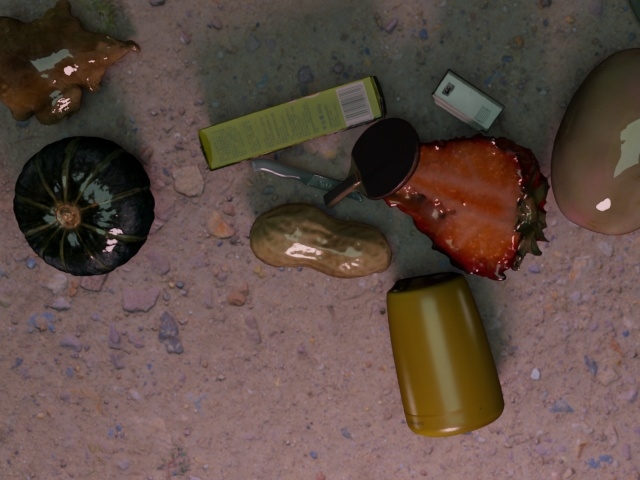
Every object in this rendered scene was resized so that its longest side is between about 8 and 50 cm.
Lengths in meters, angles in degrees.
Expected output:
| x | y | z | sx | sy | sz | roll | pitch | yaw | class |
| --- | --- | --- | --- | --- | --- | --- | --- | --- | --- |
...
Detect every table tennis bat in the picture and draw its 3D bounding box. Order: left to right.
| x | y | z | sx | sy | sz | roll | pitch | yaw | class |
| --- | --- | --- | --- | --- | --- | --- | --- | --- | --- |
| 0.084 | -0.123 | 1.763 | 0.220 | 0.019 | 0.130 | -37 | 60 | 33 | table tennis bat |

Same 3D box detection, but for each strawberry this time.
| x | y | z | sx | sy | sz | roll | pitch | yaw | class |
| --- | --- | --- | --- | --- | --- | --- | --- | --- | --- |
| 0.264 | -0.067 | 1.758 | 0.280 | 0.150 | 0.253 | -3 | 111 | 40 | strawberry |

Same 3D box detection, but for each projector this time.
| x | y | z | sx | sy | sz | roll | pitch | yaw | class |
| --- | --- | --- | --- | --- | --- | --- | --- | --- | --- |
| 0.245 | -0.232 | 1.726 | 0.115 | 0.147 | 0.061 | 32 | 103 | 1 | projector |

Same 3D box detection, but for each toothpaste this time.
| x | y | z | sx | sy | sz | roll | pitch | yaw | class |
| --- | --- | --- | --- | --- | --- | --- | --- | --- | --- |
| -0.045 | -0.205 | 1.790 | 0.328 | 0.110 | 0.077 | -16 | 98 | 10 | toothpaste |

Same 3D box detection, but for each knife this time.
| x | y | z | sx | sy | sz | roll | pitch | yaw | class |
| --- | --- | --- | --- | --- | --- | --- | --- | --- | --- |
| -0.022 | -0.109 | 1.825 | 0.210 | 0.015 | 0.028 | 15 | 85 | -13 | knife |

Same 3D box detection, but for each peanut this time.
| x | y | z | sx | sy | sz | roll | pitch | yaw | class |
| --- | --- | --- | --- | --- | --- | --- | --- | --- | --- |
| 0.000 | 0.000 | 1.814 | 0.257 | 0.123 | 0.123 | 9 | 100 | 6 | peanut |

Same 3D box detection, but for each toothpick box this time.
| x | y | z | sx | sy | sz | roll | pitch | yaw | class |
| --- | --- | --- | --- | --- | --- | --- | --- | --- | --- |
| 0.209 | 0.189 | 1.791 | 0.175 | 0.175 | 0.271 | -13 | 94 | 10 | toothpick box |

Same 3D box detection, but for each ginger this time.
| x | y | z | sx | sy | sz | roll | pitch | yaw | class |
| --- | --- | --- | --- | --- | --- | --- | --- | --- | --- |
| -0.460 | -0.314 | 1.821 | 0.270 | 0.123 | 0.218 | -3 | 96 | 8 | ginger |

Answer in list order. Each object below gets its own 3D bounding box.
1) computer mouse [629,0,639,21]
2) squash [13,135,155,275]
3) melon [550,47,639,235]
| x | y | z | sx | sy | sz | roll | pitch | yaw | class |
| --- | --- | --- | --- | --- | --- | --- | --- | --- | --- |
| 0.611 | -0.423 | 1.667 | 0.231 | 0.079 | 0.128 | -42 | 75 | 39 | computer mouse |
| -0.419 | -0.063 | 1.838 | 0.252 | 0.165 | 0.252 | 2 | 103 | 9 | squash |
| 0.498 | -0.161 | 1.665 | 0.223 | 0.223 | 0.317 | 21 | 100 | 4 | melon |
